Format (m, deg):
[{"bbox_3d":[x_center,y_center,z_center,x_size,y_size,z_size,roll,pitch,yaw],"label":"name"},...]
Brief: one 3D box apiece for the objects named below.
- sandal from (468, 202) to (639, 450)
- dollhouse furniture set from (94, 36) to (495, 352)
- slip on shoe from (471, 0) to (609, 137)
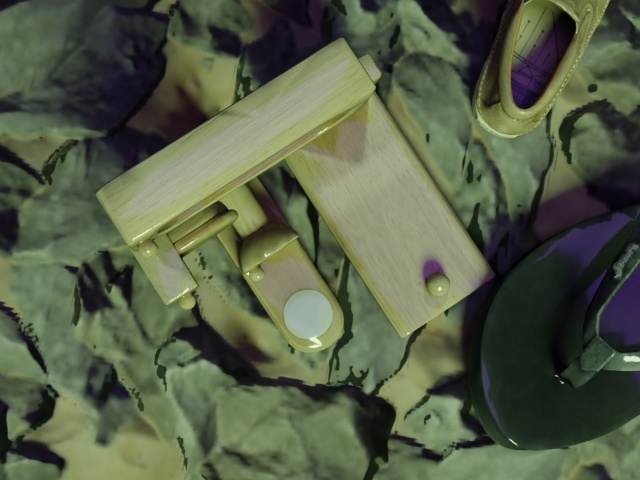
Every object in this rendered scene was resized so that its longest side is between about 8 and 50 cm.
[{"bbox_3d":[0.182,0.014,0.639,0.254,0.054,0.097,-31,89,-8],"label":"sandal"},{"bbox_3d":[0.000,0.000,0.573,0.144,0.151,0.123,-33,89,-6],"label":"dollhouse furniture set"},{"bbox_3d":[0.116,-0.116,0.651,0.051,0.041,0.135,28,82,-3],"label":"slip on shoe"}]
